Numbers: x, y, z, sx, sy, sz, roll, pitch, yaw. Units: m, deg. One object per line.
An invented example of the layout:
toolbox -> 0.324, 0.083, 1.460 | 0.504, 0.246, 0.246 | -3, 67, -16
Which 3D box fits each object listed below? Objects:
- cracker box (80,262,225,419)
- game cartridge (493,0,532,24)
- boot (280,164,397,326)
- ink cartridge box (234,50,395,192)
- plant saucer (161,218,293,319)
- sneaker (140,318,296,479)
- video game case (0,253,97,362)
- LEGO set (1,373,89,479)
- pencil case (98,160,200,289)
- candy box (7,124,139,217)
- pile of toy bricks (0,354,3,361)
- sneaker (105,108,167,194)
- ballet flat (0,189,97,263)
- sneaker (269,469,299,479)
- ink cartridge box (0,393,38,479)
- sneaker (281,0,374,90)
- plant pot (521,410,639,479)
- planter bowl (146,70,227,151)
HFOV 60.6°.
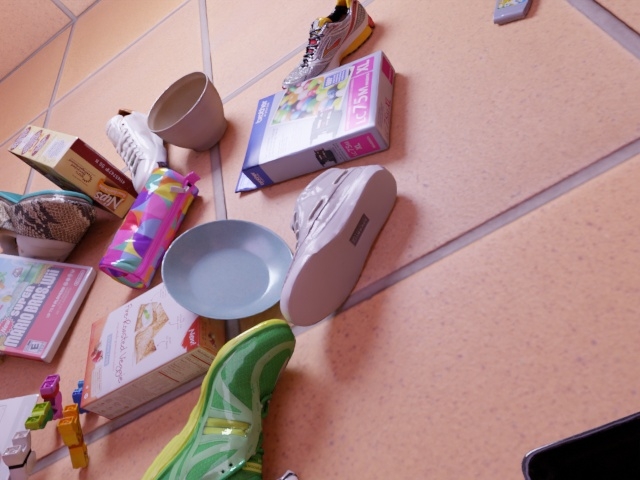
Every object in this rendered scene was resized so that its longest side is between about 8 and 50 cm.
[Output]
cracker box -> -0.258, 0.156, 0.851 | 0.232, 0.067, 0.156 | -29, 45, 15
game cartridge -> 0.308, -0.382, 0.873 | 0.055, 0.017, 0.083 | -1, 58, 32
boot -> 0.000, 0.000, 0.771 | 0.123, 0.095, 0.258 | 8, 55, 47
ink cartridge box -> -0.025, -0.200, 0.957 | 0.310, 0.065, 0.186 | -15, 50, 30
plant saucer -> -0.135, 0.048, 0.817 | 0.194, 0.038, 0.195 | 3, 47, -4
sneaker -> -0.102, 0.236, 0.662 | 0.123, 0.109, 0.296 | 23, 76, 29
video game case -> -0.614, 0.123, 1.081 | 0.284, 0.025, 0.204 | 7, 55, 11
LEGO set -> -0.392, 0.293, 0.835 | 0.086, 0.093, 0.227 | -8, 14, -10
pencil case -> -0.313, -0.028, 1.014 | 0.104, 0.104, 0.237 | 4, 62, 39
candy box -> -0.559, -0.161, 1.238 | 0.316, 0.183, 0.088 | 19, 70, 44
pile of toy bricks -> -0.701, 0.228, 1.125 | 0.212, 0.118, 0.105 | -17, 76, 6
sneaker -> -0.404, -0.191, 1.174 | 0.106, 0.123, 0.290 | -56, 34, 24
ballet flat -> -0.647, -0.019, 1.243 | 0.482, 0.164, 0.182 | 5, 83, 45
sneaker -> -0.057, 0.295, 0.624 | 0.083, 0.032, 0.037 | -34, 30, 4
ink cartridge box -> -0.609, 0.434, 0.897 | 0.384, 0.091, 0.308 | -16, 50, 24
sneaker -> 0.000, -0.371, 1.042 | 0.225, 0.093, 0.088 | -52, 43, -7
plant pot -> 0.266, 0.214, 0.336 | 0.188, 0.167, 0.188 | -28, 45, 16
planter bowl -> -0.264, -0.254, 1.141 | 0.162, 0.109, 0.162 | -20, 48, 23
